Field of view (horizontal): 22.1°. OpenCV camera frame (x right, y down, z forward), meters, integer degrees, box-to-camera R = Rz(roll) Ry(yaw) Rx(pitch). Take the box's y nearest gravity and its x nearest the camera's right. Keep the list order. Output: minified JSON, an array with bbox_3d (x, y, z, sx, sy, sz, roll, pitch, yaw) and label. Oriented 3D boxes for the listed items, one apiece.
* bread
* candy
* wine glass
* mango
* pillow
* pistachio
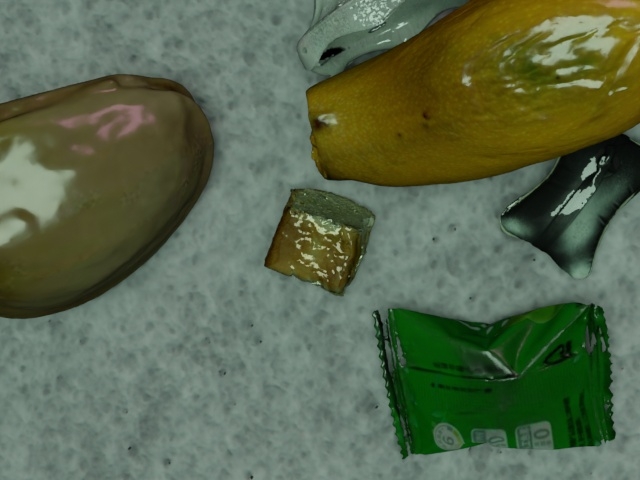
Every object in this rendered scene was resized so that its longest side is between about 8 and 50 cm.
[{"bbox_3d":[0.000,0.001,1.439,0.083,0.076,0.070,21,109,4],"label":"bread"},{"bbox_3d":[0.153,0.121,1.431,0.203,0.078,0.141,-5,95,13],"label":"candy"},{"bbox_3d":[0.019,-0.253,1.376,0.165,0.165,0.196,-29,84,9],"label":"wine glass"},{"bbox_3d":[0.143,-0.127,1.343,0.359,0.187,0.144,-18,74,35],"label":"mango"},{"bbox_3d":[0.228,-0.042,1.417,0.091,0.055,0.135,28,103,-29],"label":"pillow"},{"bbox_3d":[-0.214,-0.036,1.426,0.260,0.163,0.212,-17,134,-10],"label":"pistachio"}]
